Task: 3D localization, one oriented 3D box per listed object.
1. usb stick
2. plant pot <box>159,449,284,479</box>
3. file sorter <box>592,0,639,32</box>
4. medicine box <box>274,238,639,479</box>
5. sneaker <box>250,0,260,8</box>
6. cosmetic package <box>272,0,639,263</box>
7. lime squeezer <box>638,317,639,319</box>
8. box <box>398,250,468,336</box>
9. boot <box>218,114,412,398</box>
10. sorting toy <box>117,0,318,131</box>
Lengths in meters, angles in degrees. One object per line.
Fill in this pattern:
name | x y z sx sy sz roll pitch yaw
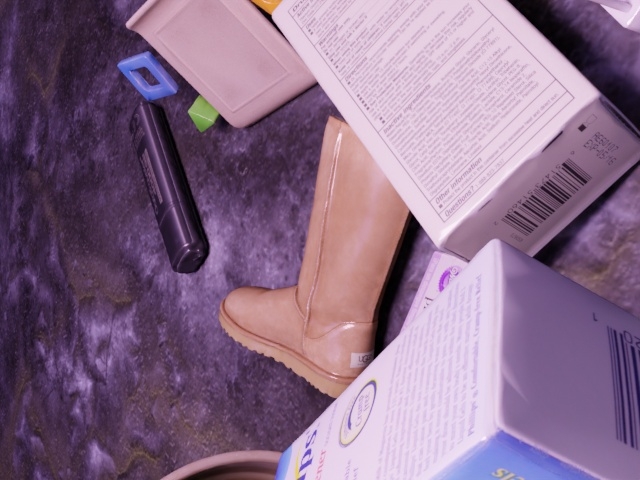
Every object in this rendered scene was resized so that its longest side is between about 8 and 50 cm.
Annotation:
usb stick | -0.222 -0.079 1.287 0.077 0.045 0.278 -57 47 47
plant pot | -0.097 0.403 0.922 0.280 0.323 0.323 127 133 -61
file sorter | 0.182 -0.321 0.585 0.277 0.173 0.193 -63 31 33
medicine box | 0.134 0.186 0.574 0.289 0.263 0.149 -53 14 40
sneaker | -0.084 -0.419 1.048 0.112 0.121 0.299 -16 84 39
cosmetic package | 0.101 -0.137 0.742 0.160 0.113 0.309 -44 51 19
lime squeezer | 0.246 0.045 0.624 0.310 0.059 0.110 -40 59 48
box | 0.073 0.171 0.751 0.063 0.067 0.324 20 85 54
boot | 0.000 0.000 0.947 0.236 0.089 0.269 24 111 38
sorting toy | -0.107 -0.229 1.037 0.348 0.196 0.047 -21 34 53
